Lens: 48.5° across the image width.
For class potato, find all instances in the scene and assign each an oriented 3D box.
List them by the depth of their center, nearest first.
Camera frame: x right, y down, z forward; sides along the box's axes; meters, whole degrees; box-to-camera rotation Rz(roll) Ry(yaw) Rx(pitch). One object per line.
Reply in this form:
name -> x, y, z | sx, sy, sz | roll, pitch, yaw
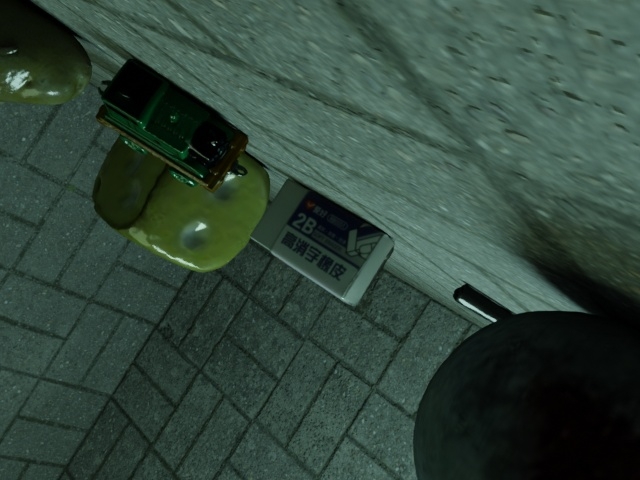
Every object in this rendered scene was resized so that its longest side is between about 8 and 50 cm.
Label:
potato -> -0.449, -0.272, 1.020 | 0.235, 0.160, 0.178 | 19, -140, -8

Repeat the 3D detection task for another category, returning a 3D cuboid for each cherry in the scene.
cherry -> 0.191, 0.166, 0.516 | 0.255, 0.218, 0.296 | 26, -176, 6

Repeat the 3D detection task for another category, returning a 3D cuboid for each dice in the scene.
dice -> -0.252, -0.093, 1.293 | 0.227, 0.233, 0.238 | 32, 180, -42

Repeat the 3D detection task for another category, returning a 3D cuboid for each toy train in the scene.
toy train -> -0.194, -0.149, 0.913 | 0.228, 0.091, 0.136 | 32, 169, 3

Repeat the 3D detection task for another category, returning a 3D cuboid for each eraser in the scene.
eraser -> 0.000, 0.000, 1.146 | 0.210, 0.124, 0.068 | 32, 180, 30

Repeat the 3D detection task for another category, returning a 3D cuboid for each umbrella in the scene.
umbrella -> 0.261, 0.109, 1.071 | 0.133, 0.031, 0.036 | 32, -179, -2
